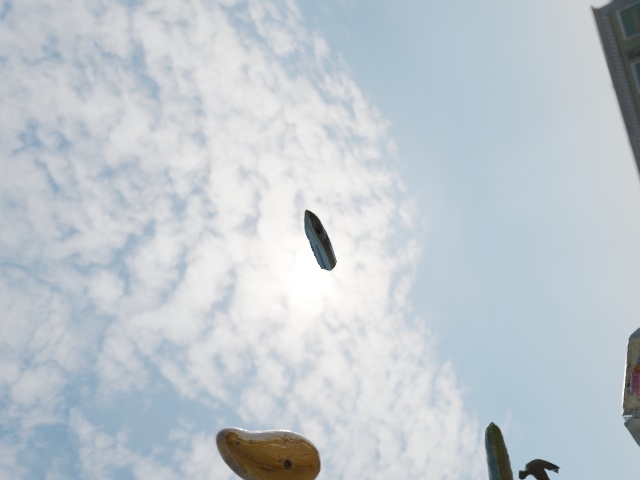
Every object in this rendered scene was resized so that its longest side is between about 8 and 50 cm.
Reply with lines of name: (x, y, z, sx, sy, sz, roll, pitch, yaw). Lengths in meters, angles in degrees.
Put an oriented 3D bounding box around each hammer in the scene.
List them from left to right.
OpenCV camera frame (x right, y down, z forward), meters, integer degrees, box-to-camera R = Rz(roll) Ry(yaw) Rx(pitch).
hammer: (0.535, 0.594, 1.046, 0.125, 0.027, 0.297, -4, -134, -36)

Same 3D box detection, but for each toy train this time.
toy train: (-0.001, 0.000, 1.443, 0.055, 0.048, 0.252, -54, -32, -23)

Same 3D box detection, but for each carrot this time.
carrot: (0.474, 0.615, 1.346, 0.074, 0.074, 0.359, -45, -53, -49)

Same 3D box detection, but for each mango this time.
mango: (-0.137, 0.576, 1.338, 0.294, 0.177, 0.120, 14, -79, -19)

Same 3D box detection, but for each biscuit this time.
biscuit: (0.845, 0.391, 1.321, 0.186, 0.079, 0.309, 51, -130, -26)
